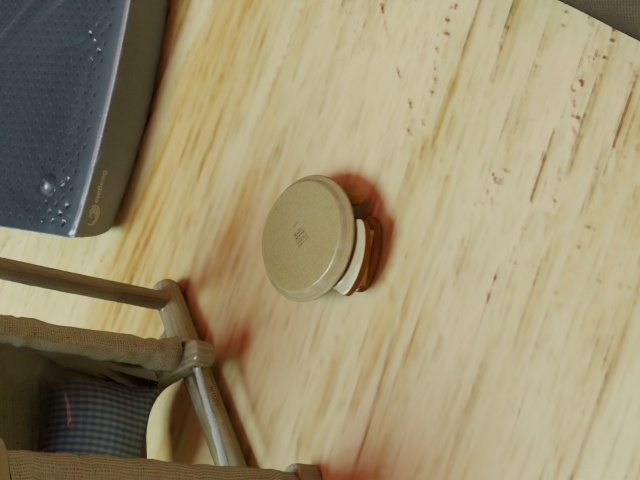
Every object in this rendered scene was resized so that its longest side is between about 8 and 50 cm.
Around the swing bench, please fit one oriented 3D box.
[{"bbox_3d":[-0.149,0.140,0.871,0.165,0.253,0.255,-55,52,17],"label":"swing bench"}]

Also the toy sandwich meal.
[{"bbox_3d":[0.000,0.000,0.927,0.085,0.029,0.086,-12,72,43],"label":"toy sandwich meal"}]

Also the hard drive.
[{"bbox_3d":[-0.183,-0.130,1.093,0.172,0.054,0.255,7,85,41],"label":"hard drive"}]

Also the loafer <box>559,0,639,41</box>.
[{"bbox_3d":[0.182,-0.136,0.729,0.366,0.134,0.130,8,89,40],"label":"loafer"}]
